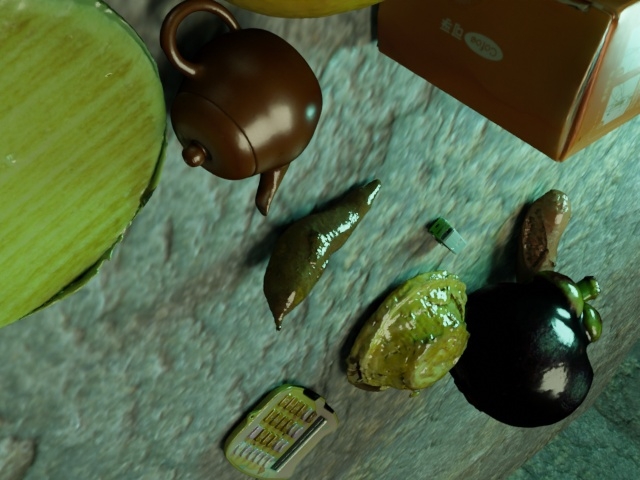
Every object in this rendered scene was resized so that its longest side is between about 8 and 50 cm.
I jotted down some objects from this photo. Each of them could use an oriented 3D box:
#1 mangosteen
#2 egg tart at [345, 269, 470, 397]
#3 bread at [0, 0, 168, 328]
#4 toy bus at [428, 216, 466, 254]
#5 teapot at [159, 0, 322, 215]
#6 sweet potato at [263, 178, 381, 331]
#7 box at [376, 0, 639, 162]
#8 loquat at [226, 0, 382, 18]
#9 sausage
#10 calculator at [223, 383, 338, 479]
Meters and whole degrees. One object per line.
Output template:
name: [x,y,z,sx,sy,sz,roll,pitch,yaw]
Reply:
mangosteen: [0.362,0.170,1.319,0.302,0.275,0.275,-42,151,-6]
egg tart: [0.146,0.154,1.183,0.241,0.106,0.241,-30,144,-25]
bread: [-0.228,-0.039,0.509,0.301,0.045,0.301,-32,149,-22]
toy bus: [0.182,-0.006,1.099,0.031,0.037,0.083,-49,152,4]
teapot: [-0.066,-0.097,0.580,0.116,0.116,0.173,-39,125,-14]
sweet potato: [-0.006,-0.003,0.839,0.226,0.068,0.068,-53,156,-30]
box: [0.248,-0.234,0.720,0.341,0.225,0.143,-29,144,-31]
loquat: [-0.006,-0.223,0.412,0.208,0.208,0.208,-33,148,-24]
sausage: [0.389,0.025,1.372,0.087,0.079,0.327,-30,147,-9]
calculator: [-0.058,0.280,1.135,0.157,0.033,0.236,-44,148,-4]
